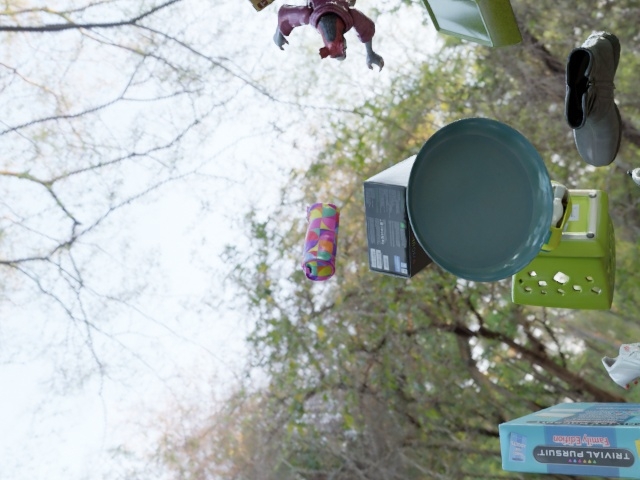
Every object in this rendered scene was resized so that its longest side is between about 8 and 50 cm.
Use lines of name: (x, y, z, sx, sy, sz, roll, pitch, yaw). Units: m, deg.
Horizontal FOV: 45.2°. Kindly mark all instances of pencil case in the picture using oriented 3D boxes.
pencil case: (0.000, 0.000, 2.155, 0.104, 0.104, 0.236, 86, -174, -47)

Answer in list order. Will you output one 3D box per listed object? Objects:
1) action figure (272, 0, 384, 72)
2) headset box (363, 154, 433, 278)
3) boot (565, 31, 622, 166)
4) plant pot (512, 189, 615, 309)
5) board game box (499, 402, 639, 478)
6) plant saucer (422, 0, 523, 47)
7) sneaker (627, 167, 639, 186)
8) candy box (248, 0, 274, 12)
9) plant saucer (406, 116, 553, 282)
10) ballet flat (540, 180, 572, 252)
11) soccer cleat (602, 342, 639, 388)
action figure: (0.030, -0.524, 1.652, 0.247, 0.370, 0.276, 1, -43, -10)
headset box: (0.246, -0.071, 1.999, 0.283, 0.131, 0.247, -29, -58, -48)
boot: (0.445, -0.218, 1.291, 0.161, 0.083, 0.247, -39, -52, -46)
plant pot: (0.558, 0.007, 1.771, 0.207, 0.228, 0.227, 68, -148, -43)
board game box: (0.486, 0.331, 1.298, 0.336, 0.253, 0.079, 6, -102, -55)
plant saucer: (0.253, -0.417, 1.378, 0.045, 0.188, 0.188, -57, -35, -8)
sneaker: (0.710, -0.091, 1.615, 0.094, 0.152, 0.235, -53, -23, -64)
candy box: (-0.056, -0.616, 1.510, 0.316, 0.088, 0.183, -32, -33, 15)
plant saucer: (0.305, -0.078, 1.491, 0.318, 0.317, 0.043, -52, 12, -14)
ballet flat: (0.493, -0.071, 1.618, 0.231, 0.077, 0.077, -63, -18, -44)
soccer cleat: (0.629, 0.225, 1.499, 0.068, 0.076, 0.196, -34, -13, -37)
